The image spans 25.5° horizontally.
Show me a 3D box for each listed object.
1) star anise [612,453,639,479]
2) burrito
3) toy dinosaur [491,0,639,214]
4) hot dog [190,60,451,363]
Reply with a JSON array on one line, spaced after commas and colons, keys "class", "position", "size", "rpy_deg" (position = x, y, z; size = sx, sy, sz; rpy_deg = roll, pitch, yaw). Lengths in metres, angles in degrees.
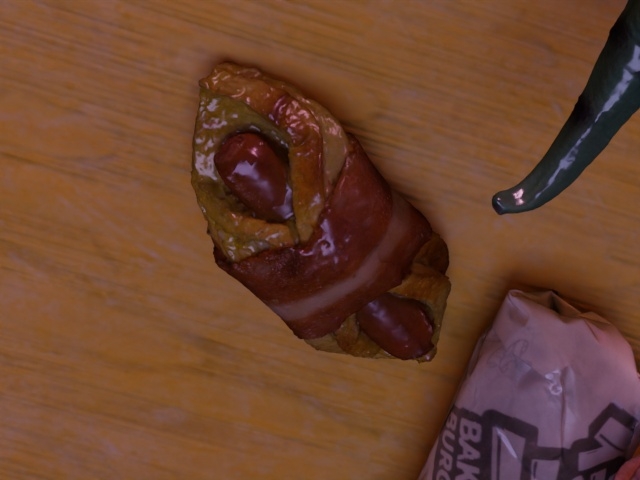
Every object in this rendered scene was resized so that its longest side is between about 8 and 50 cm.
[{"class": "star anise", "position": [0.280, 0.166, 0.996], "size": [0.212, 0.073, 0.197], "rpy_deg": [-40, 149, 4]}, {"class": "burrito", "position": [0.119, 0.230, 1.053], "size": [0.139, 0.101, 0.446], "rpy_deg": [10, 120, -17]}, {"class": "toy dinosaur", "position": [0.216, -0.111, 0.742], "size": [0.120, 0.079, 0.292], "rpy_deg": [30, 114, -6]}, {"class": "hot dog", "position": [0.002, 0.000, 0.916], "size": [0.123, 0.093, 0.261], "rpy_deg": [-37, 114, 23]}]
